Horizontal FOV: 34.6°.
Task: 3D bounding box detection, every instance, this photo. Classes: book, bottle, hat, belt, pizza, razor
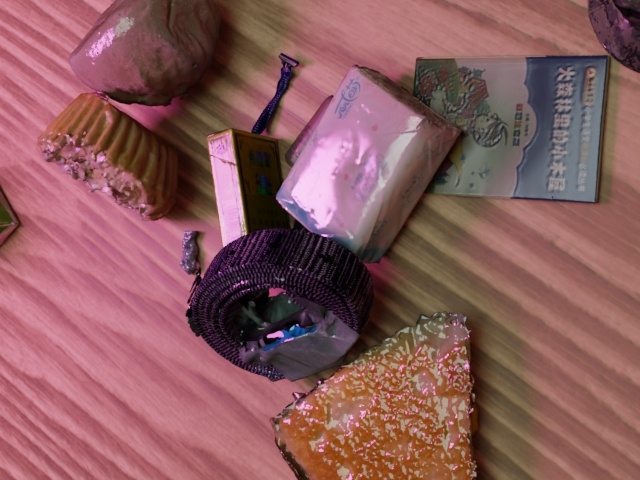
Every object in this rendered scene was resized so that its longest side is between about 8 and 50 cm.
[{"bbox_3d":[0.286,-0.178,1.616,0.322,0.018,0.229,4,90,31],"label":"book"},{"bbox_3d":[-0.004,-0.182,1.766,0.053,0.053,0.140,46,110,24],"label":"bottle"},{"bbox_3d":[0.481,-0.368,1.451,0.265,0.128,0.266,1,91,32],"label":"hat"},{"bbox_3d":[-0.061,0.106,1.675,0.324,0.122,0.260,-25,118,38],"label":"belt"},{"bbox_3d":[0.093,0.345,1.670,0.391,0.080,0.435,-8,82,30],"label":"pizza"},{"bbox_3d":[-0.082,-0.254,1.829,0.044,0.028,0.155,32,102,28],"label":"razor"}]

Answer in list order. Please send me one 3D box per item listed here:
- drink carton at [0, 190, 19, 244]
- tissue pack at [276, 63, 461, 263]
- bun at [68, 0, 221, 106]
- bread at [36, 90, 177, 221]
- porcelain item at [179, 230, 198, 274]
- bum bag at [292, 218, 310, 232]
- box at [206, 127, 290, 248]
[{"bbox_3d":[-0.767,-0.061,2.081,0.108,0.271,0.161,-43,69,26],"label":"drink carton"},{"bbox_3d":[0.071,-0.121,1.668,0.201,0.124,0.271,41,110,28],"label":"tissue pack"},{"bbox_3d":[-0.299,-0.354,1.852,0.204,0.281,0.281,38,112,-19],"label":"bun"},{"bbox_3d":[-0.371,-0.149,1.874,0.274,0.274,0.149,26,78,29],"label":"bread"},{"bbox_3d":[-0.243,0.023,1.911,0.036,0.028,0.083,5,91,47],"label":"porcelain item"},{"bbox_3d":[0.000,0.000,1.764,0.124,0.034,0.058,42,99,25],"label":"bum bag"},{"bbox_3d":[-0.120,-0.076,1.778,0.064,0.141,0.220,-12,82,31],"label":"box"}]
